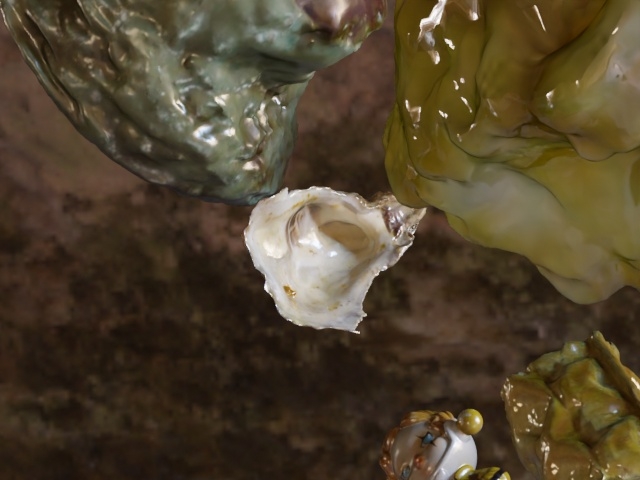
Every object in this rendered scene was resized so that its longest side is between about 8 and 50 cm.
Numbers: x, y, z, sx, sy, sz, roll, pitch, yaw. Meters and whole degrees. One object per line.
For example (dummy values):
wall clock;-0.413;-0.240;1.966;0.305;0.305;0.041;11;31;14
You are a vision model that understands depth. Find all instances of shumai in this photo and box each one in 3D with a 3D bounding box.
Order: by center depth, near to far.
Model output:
shumai;-0.108;-0.254;1.356;0.323;0.397;0.324;-36;8;32

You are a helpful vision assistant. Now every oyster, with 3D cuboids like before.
oyster;0.011;0.010;1.371;0.107;0.162;0.232;-19;7;47

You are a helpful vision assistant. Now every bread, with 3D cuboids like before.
bread;0.363;0.266;1.692;0.238;0.196;0.252;-17;47;-20

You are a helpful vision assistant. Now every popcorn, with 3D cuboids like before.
popcorn;0.192;-0.129;0.659;0.334;0.292;0.293;16;-27;33

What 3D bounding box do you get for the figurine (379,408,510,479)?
figurine;0.106;0.180;0.999;0.143;0.101;0.068;4;-16;43
